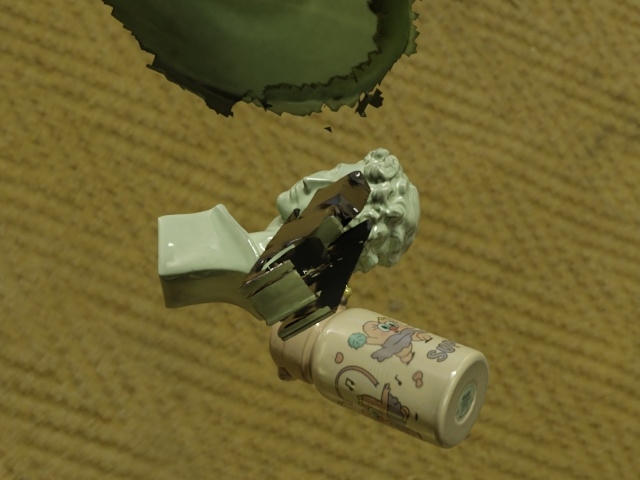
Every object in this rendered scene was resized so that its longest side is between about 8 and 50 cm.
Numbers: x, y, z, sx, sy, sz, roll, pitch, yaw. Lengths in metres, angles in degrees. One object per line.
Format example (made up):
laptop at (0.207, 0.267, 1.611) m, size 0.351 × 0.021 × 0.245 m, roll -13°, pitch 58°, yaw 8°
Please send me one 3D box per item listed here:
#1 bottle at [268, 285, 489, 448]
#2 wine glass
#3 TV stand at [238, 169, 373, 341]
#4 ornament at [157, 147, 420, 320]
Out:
bottle at (0.050, 0.111, 1.262) m, size 0.209 × 0.097 × 0.110 m, roll 20°, pitch 92°, yaw 29°
wine glass at (0.014, -0.242, 0.644) m, size 0.190 × 0.190 × 0.357 m, roll 30°, pitch 60°, yaw -9°
TV stand at (0.000, 0.000, 0.812) m, size 0.036 × 0.249 × 0.042 m, roll -32°, pitch 98°, yaw 16°
ornament at (-0.033, 0.005, 1.357) m, size 0.285 × 0.130 × 0.120 m, roll -22°, pitch 63°, yaw 5°
